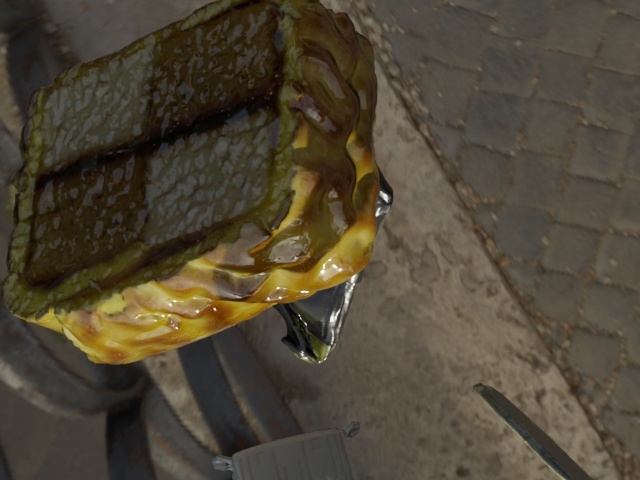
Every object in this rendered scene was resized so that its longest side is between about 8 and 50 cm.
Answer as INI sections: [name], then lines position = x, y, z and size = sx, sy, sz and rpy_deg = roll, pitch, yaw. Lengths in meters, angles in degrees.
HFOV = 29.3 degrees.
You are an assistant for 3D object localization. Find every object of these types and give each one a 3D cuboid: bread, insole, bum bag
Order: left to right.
[bread]
position = -0.070, -0.033, 0.680
size = 0.222, 0.096, 0.182
rpy_deg = -20, 60, 29
[bum bag]
position = 0.000, 0.000, 1.058
size = 0.106, 0.060, 0.233
rpy_deg = 42, 133, 27
[insole]
position = 0.208, 0.195, 0.921
size = 0.248, 0.081, 0.011
rpy_deg = 44, 97, 22

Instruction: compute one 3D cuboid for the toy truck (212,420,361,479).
[toy truck]
position = 0.006, 0.236, 0.742
size = 0.101, 0.125, 0.243
rpy_deg = -14, 62, -5
